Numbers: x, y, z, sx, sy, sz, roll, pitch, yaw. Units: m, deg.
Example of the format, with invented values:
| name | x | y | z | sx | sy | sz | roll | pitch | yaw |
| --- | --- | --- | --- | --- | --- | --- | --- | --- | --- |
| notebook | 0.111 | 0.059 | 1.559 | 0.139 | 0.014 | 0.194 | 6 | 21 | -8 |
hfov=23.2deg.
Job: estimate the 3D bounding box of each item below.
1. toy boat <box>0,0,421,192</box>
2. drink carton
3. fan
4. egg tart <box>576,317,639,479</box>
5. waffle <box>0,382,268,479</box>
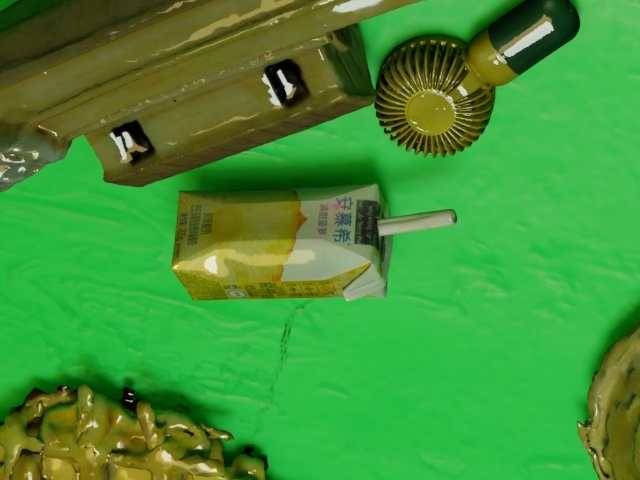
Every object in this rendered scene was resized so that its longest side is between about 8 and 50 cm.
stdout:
| name | x | y | z | sx | sy | sz | roll | pitch | yaw |
| --- | --- | --- | --- | --- | --- | --- | --- | --- | --- |
| toy boat | -0.059 | -0.126 | 1.010 | 0.446 | 0.136 | 0.162 | -21 | 118 | 20 |
| drink carton | 0.000 | 0.000 | 1.099 | 0.200 | 0.084 | 0.074 | -1 | 152 | 12 |
| fan | 0.103 | -0.114 | 1.037 | 0.155 | 0.039 | 0.082 | -35 | 108 | 26 |
| egg tart | 0.338 | 0.163 | 1.101 | 0.315 | 0.120 | 0.315 | 8 | 127 | 11 |
| waffle | -0.162 | 0.297 | 1.309 | 0.380 | 0.095 | 0.382 | 41 | 117 | -12 |
